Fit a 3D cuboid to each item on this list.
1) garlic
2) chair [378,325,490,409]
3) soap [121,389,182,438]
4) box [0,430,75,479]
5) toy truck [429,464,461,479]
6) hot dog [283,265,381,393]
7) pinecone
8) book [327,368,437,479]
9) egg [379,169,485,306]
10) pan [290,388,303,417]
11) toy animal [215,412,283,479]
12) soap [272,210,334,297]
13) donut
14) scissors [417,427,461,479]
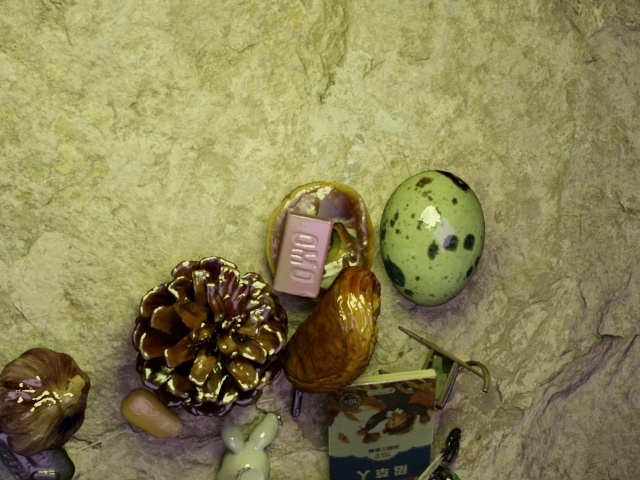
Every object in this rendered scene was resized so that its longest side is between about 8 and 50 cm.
[{"bbox_3d":[-0.639,0.370,1.338,0.245,0.160,0.245,30,54,-52],"label":"garlic"},{"bbox_3d":[0.340,0.392,1.691,0.272,0.188,0.166,25,87,-16],"label":"chair"},{"bbox_3d":[-0.443,0.462,1.507,0.089,0.033,0.168,-45,106,-8],"label":"soap"},{"bbox_3d":[-0.785,0.538,1.376,0.289,0.073,0.290,-31,103,-14],"label":"box"},{"bbox_3d":[0.326,0.785,1.756,0.242,0.101,0.125,-27,140,-16],"label":"toy truck"},{"bbox_3d":[0.039,0.238,1.458,0.174,0.267,0.387,30,129,-6],"label":"hot dog"},{"bbox_3d":[-0.269,0.231,1.393,0.397,0.397,0.398,-2,95,-19],"label":"pinecone"},{"bbox_3d":[0.168,0.547,1.612,0.299,0.039,0.428,-6,119,-6],"label":"book"},{"bbox_3d":[0.303,-0.004,1.588,0.287,0.287,0.380,8,95,-19],"label":"egg"},{"bbox_3d":[-0.057,0.382,1.633,0.136,0.028,0.235,11,88,-18],"label":"pan"},{"bbox_3d":[-0.180,0.640,1.551,0.208,0.154,0.325,3,89,-25],"label":"toy animal"},{"bbox_3d":[-0.045,0.034,1.452,0.122,0.065,0.203,10,99,-6],"label":"soap"},{"bbox_3d":[0.000,0.000,1.566,0.329,0.160,0.330,-2,101,-8],"label":"donut"},{"bbox_3d":[0.355,0.650,1.709,0.300,0.022,0.109,-13,110,-55],"label":"scissors"}]
